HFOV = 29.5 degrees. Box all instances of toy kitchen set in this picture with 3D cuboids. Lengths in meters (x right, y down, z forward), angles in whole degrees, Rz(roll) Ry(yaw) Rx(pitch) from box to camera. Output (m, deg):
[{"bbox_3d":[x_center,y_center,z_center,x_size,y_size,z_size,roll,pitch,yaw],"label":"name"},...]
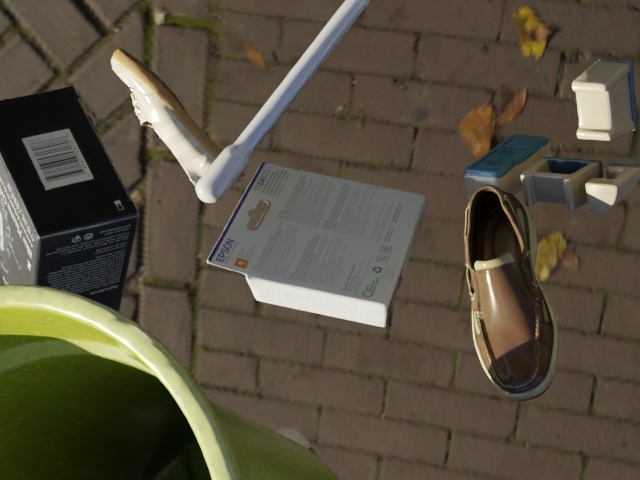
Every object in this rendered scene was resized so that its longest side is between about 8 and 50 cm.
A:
[{"bbox_3d":[0.279,-0.135,1.426,0.207,0.122,0.166,9,120,40],"label":"toy kitchen set"}]

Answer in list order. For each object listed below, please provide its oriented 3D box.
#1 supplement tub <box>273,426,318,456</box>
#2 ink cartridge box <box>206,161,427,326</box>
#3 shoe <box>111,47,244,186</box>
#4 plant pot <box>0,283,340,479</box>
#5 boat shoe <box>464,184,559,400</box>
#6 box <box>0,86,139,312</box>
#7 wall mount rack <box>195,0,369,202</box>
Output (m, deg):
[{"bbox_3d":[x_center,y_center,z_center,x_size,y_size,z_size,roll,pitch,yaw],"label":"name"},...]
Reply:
[{"bbox_3d":[-0.034,0.368,1.180,0.228,0.228,0.316,-37,80,17],"label":"supplement tub"},{"bbox_3d":[0.000,0.000,1.497,0.224,0.223,0.045,14,131,11],"label":"ink cartridge box"},{"bbox_3d":[-0.183,-0.139,1.456,0.058,0.076,0.219,-42,86,2],"label":"shoe"},{"bbox_3d":[-0.100,0.181,0.644,0.276,0.254,0.276,-6,75,24],"label":"plant pot"},{"bbox_3d":[0.199,0.051,1.350,0.095,0.257,0.095,-20,141,19],"label":"boat shoe"},{"bbox_3d":[-0.241,-0.023,1.088,0.156,0.093,0.158,59,150,28],"label":"box"},{"bbox_3d":[-0.059,-0.212,0.702,0.350,0.130,0.304,38,126,9],"label":"wall mount rack"}]
